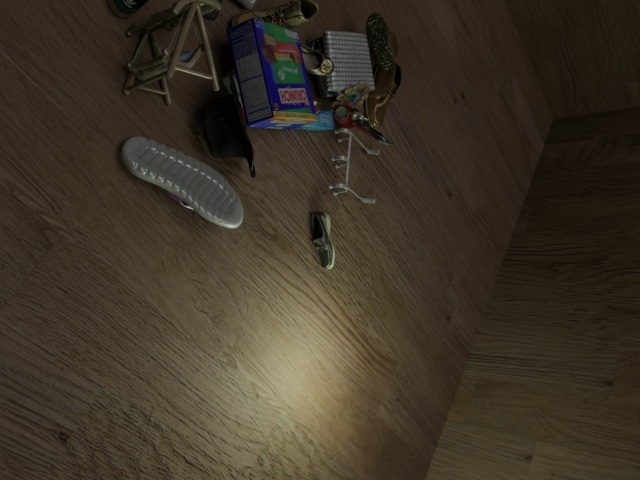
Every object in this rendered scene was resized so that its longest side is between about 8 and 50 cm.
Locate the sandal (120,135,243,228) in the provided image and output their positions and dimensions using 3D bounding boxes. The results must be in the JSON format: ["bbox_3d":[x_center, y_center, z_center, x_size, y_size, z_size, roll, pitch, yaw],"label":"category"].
[{"bbox_3d":[-0.412,-0.171,1.716,0.416,0.102,0.169,35,49,-27],"label":"sandal"}]

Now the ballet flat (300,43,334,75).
[{"bbox_3d":[-0.060,-0.667,2.045,0.250,0.058,0.084,25,93,-17],"label":"ballet flat"}]

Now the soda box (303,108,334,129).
[{"bbox_3d":[-0.043,-0.451,2.124,0.210,0.067,0.071,-7,95,-47],"label":"soda box"}]

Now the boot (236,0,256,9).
[{"bbox_3d":[-0.235,-0.910,1.924,0.123,0.095,0.258,38,70,-49],"label":"boot"}]

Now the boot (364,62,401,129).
[{"bbox_3d":[0.269,-0.622,2.425,0.112,0.115,0.305,21,75,-46],"label":"boot"}]

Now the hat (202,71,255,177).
[{"bbox_3d":[-0.296,-0.346,1.771,0.134,0.331,0.331,-13,102,-7],"label":"hat"}]

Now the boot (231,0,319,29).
[{"bbox_3d":[-0.150,-0.749,1.913,0.262,0.203,0.095,-24,106,-46],"label":"boot"}]

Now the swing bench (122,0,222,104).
[{"bbox_3d":[-0.419,-0.538,1.592,0.165,0.253,0.254,3,87,-47],"label":"swing bench"}]

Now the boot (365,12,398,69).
[{"bbox_3d":[0.261,-0.851,2.373,0.269,0.089,0.236,-71,148,-55],"label":"boot"}]

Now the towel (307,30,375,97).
[{"bbox_3d":[0.082,-0.684,2.228,0.284,0.121,0.235,-20,106,-47],"label":"towel"}]

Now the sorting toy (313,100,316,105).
[{"bbox_3d":[-0.071,-0.513,2.104,0.075,0.083,0.045,-17,142,-38],"label":"sorting toy"}]

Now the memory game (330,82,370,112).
[{"bbox_3d":[0.116,-0.548,2.231,0.186,0.186,0.012,-15,65,-46],"label":"memory game"}]

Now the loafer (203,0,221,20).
[{"bbox_3d":[-0.323,-0.839,1.809,0.095,0.109,0.302,10,79,-50],"label":"loafer"}]

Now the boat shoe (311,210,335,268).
[{"bbox_3d":[0.001,-0.001,2.163,0.073,0.080,0.223,-3,87,-41],"label":"boat shoe"}]

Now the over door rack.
[{"bbox_3d":[0.127,-0.291,2.289,0.324,0.108,0.239,15,79,-60],"label":"over door rack"}]

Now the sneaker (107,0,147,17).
[{"bbox_3d":[-0.485,-0.764,1.621,0.108,0.121,0.302,39,62,-39],"label":"sneaker"}]

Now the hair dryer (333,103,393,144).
[{"bbox_3d":[0.144,-0.438,2.201,0.223,0.293,0.080,39,98,-26],"label":"hair dryer"}]

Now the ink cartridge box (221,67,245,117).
[{"bbox_3d":[-0.245,-0.510,1.913,0.109,0.063,0.150,-53,125,-34],"label":"ink cartridge box"}]

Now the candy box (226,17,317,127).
[{"bbox_3d":[-0.154,-0.535,1.871,0.268,0.122,0.317,-17,96,-59],"label":"candy box"}]
